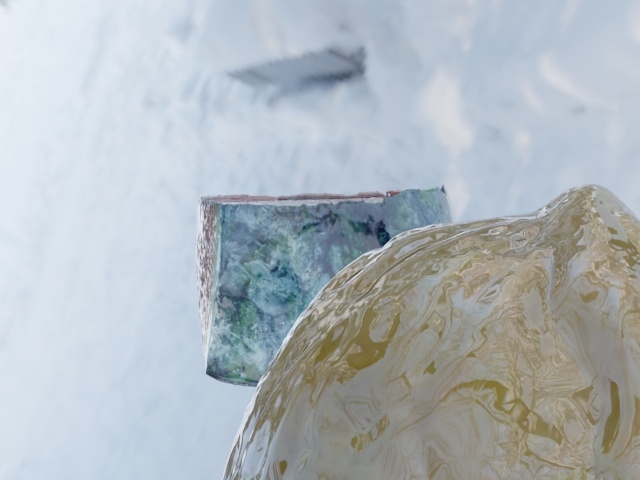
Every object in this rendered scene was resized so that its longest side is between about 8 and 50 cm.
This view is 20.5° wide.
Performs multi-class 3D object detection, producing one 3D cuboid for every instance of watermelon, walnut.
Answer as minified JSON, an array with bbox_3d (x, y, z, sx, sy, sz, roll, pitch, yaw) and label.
[{"bbox_3d":[0.000,0.000,1.557,0.226,0.318,0.148,22,123,36],"label":"watermelon"},{"bbox_3d":[0.103,0.141,0.762,0.333,0.333,0.333,-57,18,30],"label":"walnut"}]
